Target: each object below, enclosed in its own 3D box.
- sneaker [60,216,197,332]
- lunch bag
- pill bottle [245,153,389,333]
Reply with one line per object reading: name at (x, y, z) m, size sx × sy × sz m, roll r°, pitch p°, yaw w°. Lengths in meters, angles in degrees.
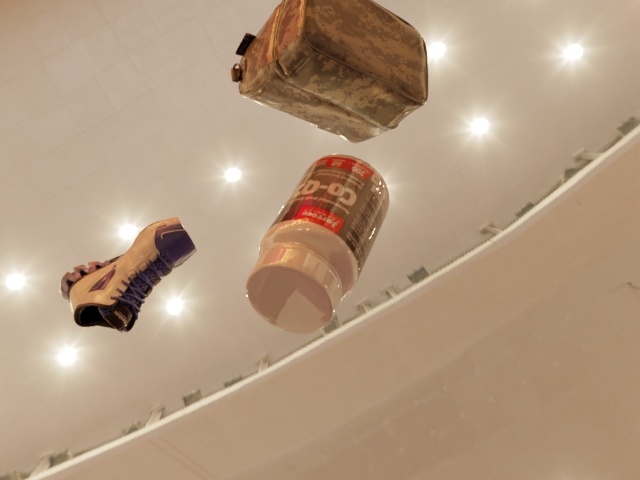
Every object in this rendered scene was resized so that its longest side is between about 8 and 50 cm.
sneaker at (-0.400, 0.099, 1.401) m, size 0.315 × 0.182 × 0.127 m, roll -29°, pitch -47°, yaw -2°
lunch bag at (0.015, -0.320, 1.242) m, size 0.305 × 0.256 × 0.213 m, roll 19°, pitch -124°, yaw -29°
pill bottle at (0.000, 0.000, 1.039) m, size 0.161 × 0.283 × 0.161 m, roll 12°, pitch -48°, yaw 14°
